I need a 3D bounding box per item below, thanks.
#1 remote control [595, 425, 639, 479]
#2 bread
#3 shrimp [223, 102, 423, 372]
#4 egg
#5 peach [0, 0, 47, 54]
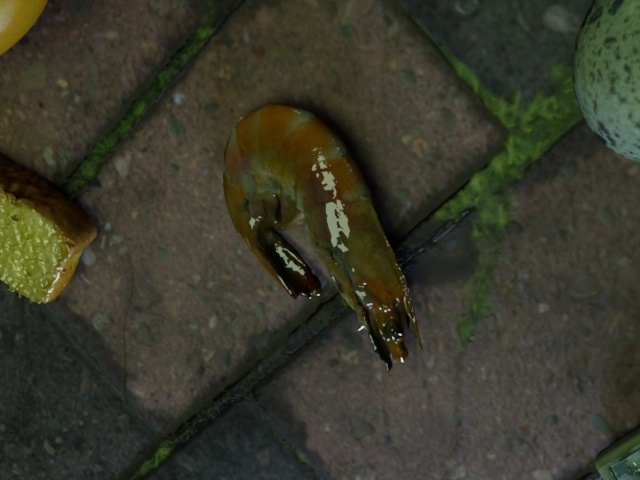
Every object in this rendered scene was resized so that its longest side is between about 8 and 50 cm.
[{"bbox_3d":[0.324,0.149,0.914,0.098,0.038,0.233,49,124,2],"label":"remote control"},{"bbox_3d":[-0.303,-0.020,1.151,0.187,0.065,0.103,25,121,14],"label":"bread"},{"bbox_3d":[0.000,0.000,1.008,0.150,0.068,0.248,-35,87,45],"label":"shrimp"},{"bbox_3d":[0.240,-0.131,0.789,0.132,0.132,0.172,30,111,13],"label":"egg"},{"bbox_3d":[-0.355,-0.253,0.962,0.308,0.289,0.289,-20,100,25],"label":"peach"}]
